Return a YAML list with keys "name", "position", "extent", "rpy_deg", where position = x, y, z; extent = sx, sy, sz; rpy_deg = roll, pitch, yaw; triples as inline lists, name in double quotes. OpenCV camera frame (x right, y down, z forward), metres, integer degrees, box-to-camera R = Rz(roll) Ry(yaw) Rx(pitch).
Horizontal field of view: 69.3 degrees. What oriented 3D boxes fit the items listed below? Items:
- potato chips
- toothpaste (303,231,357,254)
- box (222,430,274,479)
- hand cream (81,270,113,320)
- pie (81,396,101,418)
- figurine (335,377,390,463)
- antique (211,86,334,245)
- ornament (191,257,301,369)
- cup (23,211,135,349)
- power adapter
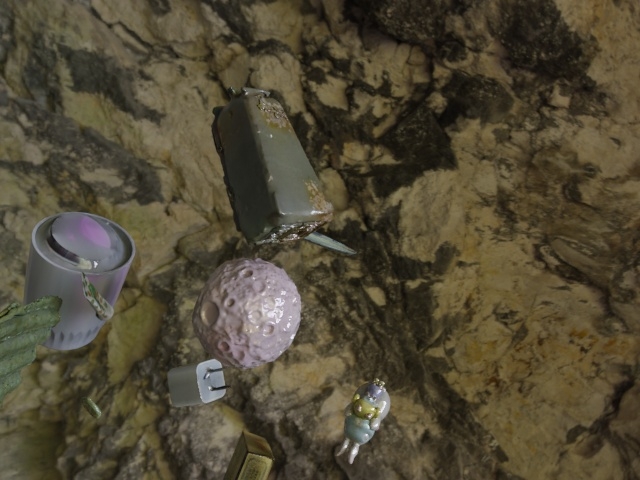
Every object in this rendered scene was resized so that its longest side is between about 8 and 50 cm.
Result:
- name: "potato chips"
  position: [-0.587, 0.265, 0.808]
  extent: [0.358, 0.070, 0.429]
  rpy_deg: [-66, -168, -4]
- name: "toothpaste"
  position: [0.000, 0.000, 1.452]
  extent: [0.062, 0.239, 0.039]
  rpy_deg: [-31, -142, 68]
- name: "box"
  position: [-0.182, 0.557, 1.002]
  extent: [0.240, 0.071, 0.159]
  rpy_deg: [-68, -168, -12]
- name: "hand cream"
  position: [-0.450, 0.120, 0.928]
  extent: [0.165, 0.037, 0.057]
  rpy_deg: [104, -33, -58]
- name: "pie"
  position: [-0.737, 0.536, 1.487]
  extent: [0.085, 0.017, 0.085]
  rpy_deg: [16, -58, 27]
- name: "figurine"
  position: [0.132, 0.564, 1.456]
  extent: [0.127, 0.235, 0.155]
  rpy_deg: [32, -49, 10]
- name: "antique"
  position: [-0.102, -0.139, 0.837]
  extent: [0.125, 0.150, 0.284]
  rpy_deg: [-31, -104, 38]
- name: "ornament"
  position: [-0.162, 0.173, 1.082]
  extent: [0.225, 0.259, 0.259]
  rpy_deg: [22, -72, 7]
- name: "cup"
  position: [-0.700, 0.120, 1.326]
  extent: [0.253, 0.253, 0.371]
  rpy_deg: [51, -54, 31]
- name: "power adapter"
  position: [-0.378, 0.462, 1.515]
  extent: [0.205, 0.125, 0.130]
  rpy_deg: [-16, -100, 26]
